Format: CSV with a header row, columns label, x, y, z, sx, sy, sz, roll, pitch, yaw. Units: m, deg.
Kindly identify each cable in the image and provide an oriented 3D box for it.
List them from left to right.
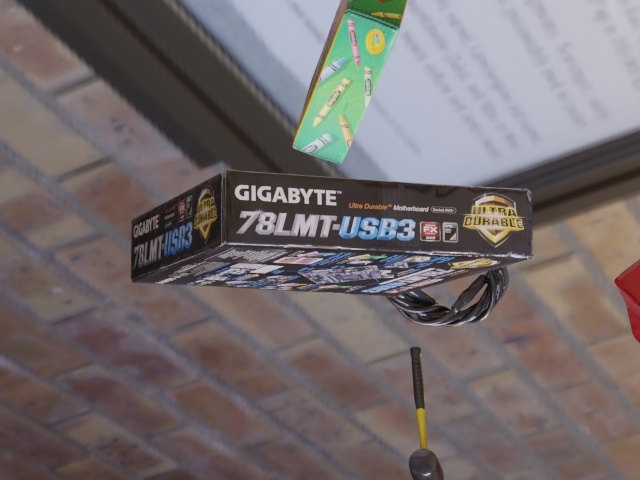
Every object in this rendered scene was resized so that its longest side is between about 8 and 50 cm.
label,x,y,z,sx,sy,sz,roll,pitch,yaw
cable,0.149,0.037,1.822,0.047,0.184,0.151,-163,-109,-72

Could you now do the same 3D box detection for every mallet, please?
label,x,y,z,sx,sy,sz,roll,pitch,yaw
mallet,0.125,0.217,1.797,0.062,0.039,0.190,62,21,-64

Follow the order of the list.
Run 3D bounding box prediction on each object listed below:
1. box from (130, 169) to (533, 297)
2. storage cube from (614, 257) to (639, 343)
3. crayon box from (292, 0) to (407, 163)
label,x,y,z,sx,sy,sz,roll,pitch,yaw
box,0.000,0.000,1.333,0.293,0.295,0.073,2,81,-22
storage cube,0.543,0.095,1.933,0.193,0.215,0.184,48,-4,35
crayon box,0.047,-0.264,2.033,0.278,0.081,0.165,114,-7,-47
